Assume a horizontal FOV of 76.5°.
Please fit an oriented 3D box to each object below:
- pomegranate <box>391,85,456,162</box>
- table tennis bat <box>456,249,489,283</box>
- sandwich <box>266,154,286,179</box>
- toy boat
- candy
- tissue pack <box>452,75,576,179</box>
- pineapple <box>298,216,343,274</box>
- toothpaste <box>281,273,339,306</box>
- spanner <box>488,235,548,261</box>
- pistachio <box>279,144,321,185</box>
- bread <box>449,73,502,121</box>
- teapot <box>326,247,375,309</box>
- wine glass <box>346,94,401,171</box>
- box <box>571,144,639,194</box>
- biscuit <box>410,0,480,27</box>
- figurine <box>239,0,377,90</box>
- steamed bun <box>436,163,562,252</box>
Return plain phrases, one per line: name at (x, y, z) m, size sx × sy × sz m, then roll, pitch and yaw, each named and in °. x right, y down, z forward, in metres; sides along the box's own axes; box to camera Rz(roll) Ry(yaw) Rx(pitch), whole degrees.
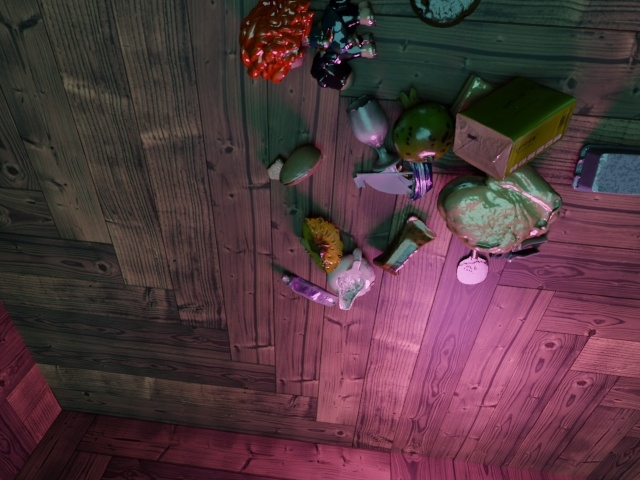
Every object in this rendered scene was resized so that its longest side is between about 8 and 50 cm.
pomegranate at (0.327, -0.370, 1.312) m, size 0.211 × 0.263 × 0.211 m, roll -12°, pitch 167°, yaw -3°
table tennis bat at (0.646, 0.097, 1.712) m, size 0.131 × 0.022 × 0.234 m, roll -1°, pitch 127°, yaw 10°
sandwich at (-0.149, -0.263, 1.551) m, size 0.105 × 0.036 × 0.093 m, roll 36°, pitch 121°, yaw -19°
toy boat at (0.264, -0.220, 1.501) m, size 0.291 × 0.067 × 0.220 m, roll -3°, pitch 142°, yaw 17°
candy at (0.345, 0.028, 1.658) m, size 0.143 × 0.101 × 0.271 m, roll 32°, pitch 117°, yaw -8°
tissue pack at (0.571, -0.341, 1.214) m, size 0.274 × 0.200 × 0.167 m, roll -32°, pitch 141°, yaw -17°
pineapple at (0.003, 0.005, 1.692) m, size 0.164 × 0.140 × 0.250 m, roll -11°, pitch 106°, yaw 63°
toothpaste at (-0.049, 0.232, 1.881) m, size 0.301 × 0.048 × 0.075 m, roll 30°, pitch 96°, yaw -21°
spanner at (0.748, 0.035, 1.544) m, size 0.325 × 0.040 × 0.096 m, roll -7°, pitch 130°, yaw -31°
pistachio at (-0.073, -0.269, 1.477) m, size 0.185 × 0.126 × 0.108 m, roll -39°, pitch 137°, yaw 7°
bread at (0.504, -0.435, 1.328) m, size 0.139 × 0.060 × 0.178 m, roll 20°, pitch 125°, yaw -7°
teapot at (0.131, 0.148, 1.737) m, size 0.208 × 0.166 × 0.300 m, roll 16°, pitch 136°, yaw 10°
wine glass at (0.182, -0.363, 1.384) m, size 0.126 × 0.126 × 0.241 m, roll -21°, pitch 123°, yaw 21°
box at (0.992, -0.232, 1.365) m, size 0.227 × 0.130 × 0.162 m, roll 5°, pitch 110°, yaw 4°
biscuit at (0.360, -0.723, 1.159) m, size 0.212 × 0.036 × 0.212 m, roll 4°, pitch 125°, yaw 6°
figurine at (-0.030, -0.597, 1.210) m, size 0.411 × 0.241 × 0.306 m, roll 7°, pitch 152°, yaw -19°
steamed bun at (0.616, -0.126, 1.427) m, size 0.372 × 0.230 × 0.325 m, roll -23°, pitch 110°, yaw 21°
